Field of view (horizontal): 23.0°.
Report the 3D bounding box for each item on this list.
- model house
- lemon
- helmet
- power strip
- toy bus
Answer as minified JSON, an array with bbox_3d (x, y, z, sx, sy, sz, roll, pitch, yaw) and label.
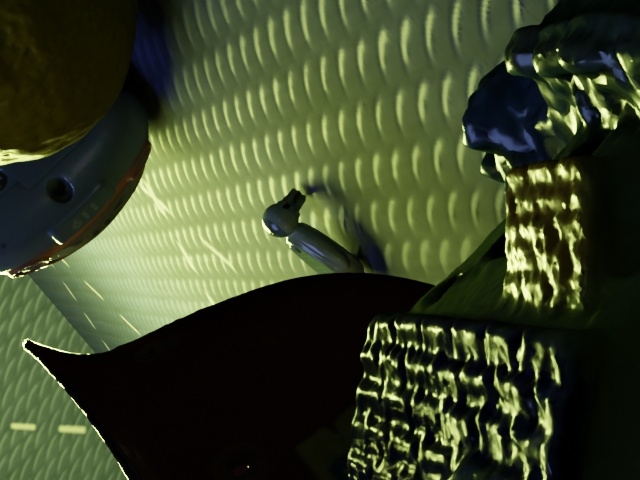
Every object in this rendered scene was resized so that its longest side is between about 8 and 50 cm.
[{"bbox_3d":[0.077,0.035,0.513,0.170,0.211,0.194,49,168,-11],"label":"model house"},{"bbox_3d":[-0.201,-0.138,0.957,0.180,0.180,0.193,44,-173,19],"label":"lemon"},{"bbox_3d":[0.048,0.142,0.840,0.385,0.230,0.337,52,175,14],"label":"helmet"},{"bbox_3d":[0.000,0.000,1.037,0.083,0.035,0.055,38,169,-14],"label":"power strip"},{"bbox_3d":[-0.262,-0.095,1.252,0.288,0.194,0.232,44,173,17],"label":"toy bus"}]
